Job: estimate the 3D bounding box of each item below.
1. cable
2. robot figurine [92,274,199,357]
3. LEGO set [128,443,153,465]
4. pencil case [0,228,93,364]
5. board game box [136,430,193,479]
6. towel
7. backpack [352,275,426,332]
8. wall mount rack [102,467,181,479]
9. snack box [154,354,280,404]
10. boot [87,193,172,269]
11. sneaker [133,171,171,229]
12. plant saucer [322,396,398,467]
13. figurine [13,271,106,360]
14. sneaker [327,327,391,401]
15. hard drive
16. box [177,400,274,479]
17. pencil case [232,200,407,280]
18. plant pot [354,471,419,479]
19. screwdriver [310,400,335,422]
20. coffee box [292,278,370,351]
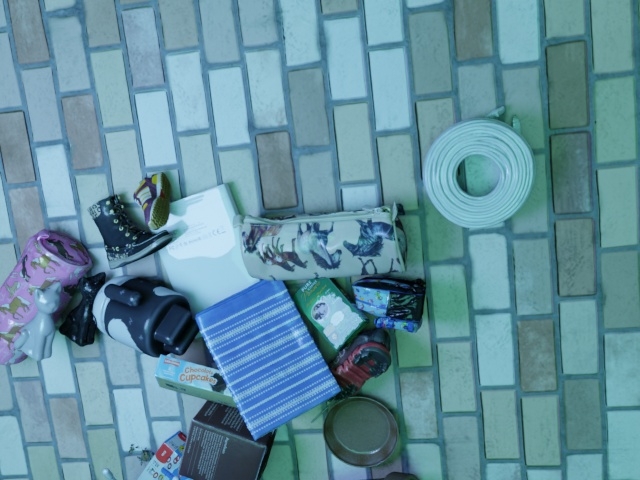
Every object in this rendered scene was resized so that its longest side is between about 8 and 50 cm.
[{"bbox_3d":[0.366,-0.153,1.564,0.257,0.089,0.257,-21,97,13],"label":"cable"},{"bbox_3d":[-0.443,0.193,1.706,0.278,0.173,0.209,18,113,25],"label":"robot figurine"},{"bbox_3d":[-0.498,0.598,1.900,0.083,0.023,0.054,38,103,14],"label":"LEGO set"},{"bbox_3d":[-0.763,0.148,1.783,0.160,0.167,0.386,46,105,22],"label":"pencil case"},{"bbox_3d":[-0.374,0.740,1.846,0.302,0.086,0.308,38,105,11],"label":"board game box"},{"bbox_3d":[-0.128,0.272,1.636,0.243,0.040,0.336,-25,76,-16],"label":"towel"},{"bbox_3d":[0.161,0.146,1.625,0.173,0.158,0.117,6,95,11],"label":"backpack"},{"bbox_3d":[-0.428,0.723,1.748,0.349,0.130,0.304,0,95,17],"label":"wall mount rack"},{"bbox_3d":[-0.249,0.370,1.702,0.321,0.187,0.060,16,68,-4],"label":"snack box"},{"bbox_3d":[-0.489,-0.035,1.710,0.236,0.085,0.179,-20,95,38],"label":"boot"},{"bbox_3d":[-0.424,-0.089,1.679,0.083,0.186,0.070,-16,133,13],"label":"sneaker"},{"bbox_3d":[0.105,0.494,1.766,0.198,0.036,0.199,2,102,9],"label":"plant saucer"},{"bbox_3d":[-0.655,0.182,1.726,0.092,0.214,0.210,36,117,24],"label":"figurine"},{"bbox_3d":[0.083,0.308,1.704,0.097,0.135,0.276,38,128,-12],"label":"sneaker"},{"bbox_3d":[-0.284,0.056,1.739,0.232,0.047,0.353,-18,97,13],"label":"hard drive"},{"bbox_3d":[-0.235,0.531,1.763,0.203,0.168,0.167,18,103,6],"label":"box"},{"bbox_3d":[0.000,0.000,1.619,0.410,0.160,0.184,-4,116,11],"label":"pencil case"},{"bbox_3d":[0.116,0.715,1.719,0.229,0.263,0.263,-1,101,28],"label":"plant pot"},{"bbox_3d":[0.033,0.429,1.777,0.025,0.024,0.170,28,114,-27],"label":"screwdriver"},{"bbox_3d":[0.025,0.170,1.679,0.113,0.040,0.184,-49,67,14],"label":"coffee box"}]
